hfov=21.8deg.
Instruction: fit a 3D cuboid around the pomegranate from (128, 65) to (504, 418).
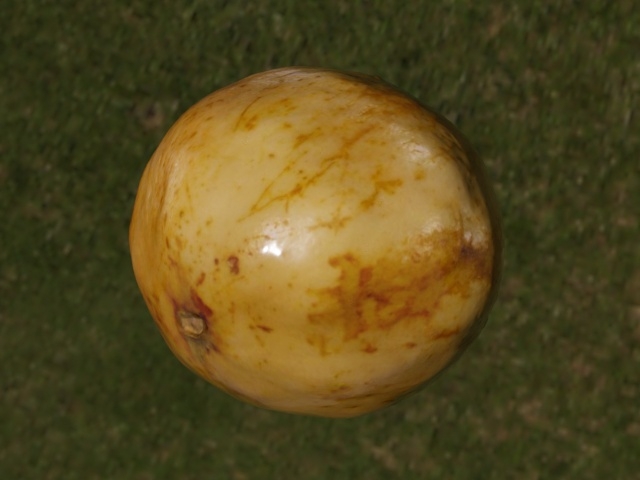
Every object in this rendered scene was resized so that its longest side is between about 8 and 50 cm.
[{"bbox_3d":[0.000,0.000,1.051,0.248,0.248,0.248,13,144,9],"label":"pomegranate"}]
